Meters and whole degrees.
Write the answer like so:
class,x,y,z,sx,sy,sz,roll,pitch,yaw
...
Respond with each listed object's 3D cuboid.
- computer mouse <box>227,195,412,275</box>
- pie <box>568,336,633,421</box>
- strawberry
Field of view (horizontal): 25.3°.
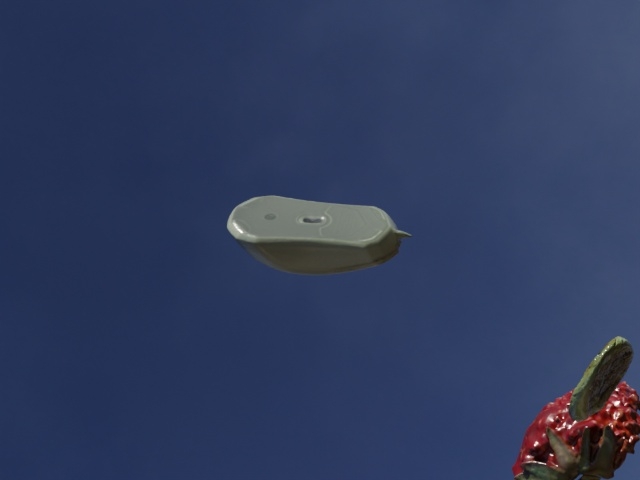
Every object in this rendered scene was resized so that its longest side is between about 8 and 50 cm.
class,x,y,z,sx,sy,sz,roll,pitch,yaw
computer mouse,0.000,0.000,1.403,0.089,0.182,0.056,-75,-14,-52
pie,0.242,0.121,1.235,0.085,0.017,0.085,-37,-36,-33
strawberry,0.249,0.204,1.468,0.167,0.087,0.208,-44,2,12
